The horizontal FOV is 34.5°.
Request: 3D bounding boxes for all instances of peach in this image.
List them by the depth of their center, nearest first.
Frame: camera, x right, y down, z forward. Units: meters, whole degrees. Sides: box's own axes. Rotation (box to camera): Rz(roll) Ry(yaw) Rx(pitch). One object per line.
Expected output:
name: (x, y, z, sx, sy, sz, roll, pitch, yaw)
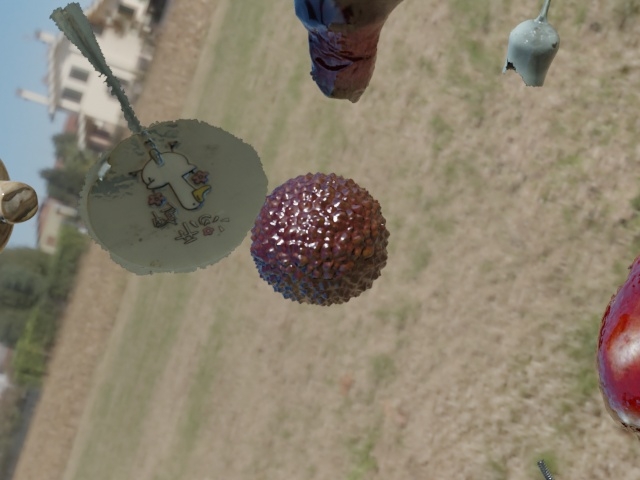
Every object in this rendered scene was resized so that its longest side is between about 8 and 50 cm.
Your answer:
peach: (0.354, 0.063, 0.894, 0.267, 0.159, 0.154, -54, 22, -2)

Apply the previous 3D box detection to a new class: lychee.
lychee: (0.000, 0.000, 1.942, 0.300, 0.264, 0.264, -49, -19, -75)

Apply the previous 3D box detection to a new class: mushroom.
mushroom: (-0.489, -0.055, 1.427, 0.215, 0.207, 0.207, -1, 64, 29)

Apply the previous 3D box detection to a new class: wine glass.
wine glass: (0.338, -0.336, 1.581, 0.079, 0.079, 0.195, -94, 14, -59)

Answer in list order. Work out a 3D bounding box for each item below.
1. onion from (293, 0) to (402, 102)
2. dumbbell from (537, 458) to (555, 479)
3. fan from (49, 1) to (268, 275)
onion: (0.030, -0.377, 1.234, 0.398, 0.399, 0.420, -97, -9, -62)
dumbbell: (0.271, 0.301, 1.098, 0.147, 0.069, 0.069, 61, 154, 8)
fan: (-0.202, -0.110, 1.218, 0.012, 0.233, 0.414, -116, 3, -48)
